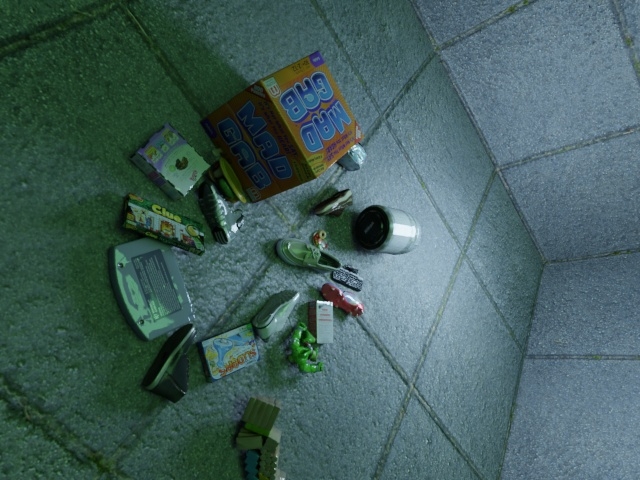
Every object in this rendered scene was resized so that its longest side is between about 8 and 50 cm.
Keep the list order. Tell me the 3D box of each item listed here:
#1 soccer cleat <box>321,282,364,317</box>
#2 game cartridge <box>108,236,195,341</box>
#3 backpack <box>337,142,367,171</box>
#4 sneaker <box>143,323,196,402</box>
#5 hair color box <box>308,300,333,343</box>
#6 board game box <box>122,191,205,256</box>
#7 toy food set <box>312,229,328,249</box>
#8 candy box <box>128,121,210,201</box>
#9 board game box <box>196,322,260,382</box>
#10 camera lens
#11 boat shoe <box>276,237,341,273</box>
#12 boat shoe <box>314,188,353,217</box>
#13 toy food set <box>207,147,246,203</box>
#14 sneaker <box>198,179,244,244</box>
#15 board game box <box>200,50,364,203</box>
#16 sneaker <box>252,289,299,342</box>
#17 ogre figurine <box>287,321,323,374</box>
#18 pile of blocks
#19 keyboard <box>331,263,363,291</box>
[{"bbox_3d":[0.093,0.243,1.909,0.248,0.083,0.095,37,26,-27],"label":"soccer cleat"},{"bbox_3d":[-0.509,0.138,1.334,0.196,0.060,0.293,-22,95,-50],"label":"game cartridge"},{"bbox_3d":[0.130,-0.410,2.076,0.182,0.152,0.115,39,70,-36],"label":"backpack"},{"bbox_3d":[-0.425,0.368,1.348,0.118,0.083,0.222,49,57,-32],"label":"sneaker"},{"bbox_3d":[0.002,0.330,1.798,0.093,0.053,0.167,13,72,-42],"label":"hair color box"},{"bbox_3d":[-0.481,-0.047,1.387,0.260,0.030,0.136,26,30,-39],"label":"board game box"},{"bbox_3d":[0.000,0.000,1.907,0.083,0.020,0.082,-26,98,-46],"label":"toy food set"},{"bbox_3d":[-0.484,-0.254,1.449,0.196,0.070,0.164,48,50,-25],"label":"candy box"},{"bbox_3d":[-0.303,0.371,1.491,0.201,0.035,0.136,-15,90,-46],"label":"board game box"},{"bbox_3d":[0.314,-0.046,2.093,0.275,0.220,0.219,7,74,-44],"label":"camera lens"},{"bbox_3d":[-0.040,0.057,1.797,0.302,0.094,0.109,22,65,-40],"label":"boat shoe"},{"bbox_3d":[0.072,-0.146,1.970,0.257,0.095,0.095,-35,111,-45],"label":"boat shoe"},{"bbox_3d":[-0.345,-0.218,1.586,0.128,0.071,0.217,-96,160,-68],"label":"toy food set"},{"bbox_3d":[-0.337,-0.110,1.562,0.132,0.086,0.228,-32,113,-50],"label":"sneaker"},{"bbox_3d":[-0.133,-0.408,1.640,0.356,0.357,0.356,-47,113,-42],"label":"board game box"},{"bbox_3d":[-0.155,0.270,1.646,0.235,0.090,0.094,-42,122,-39],"label":"sneaker"},{"bbox_3d":[-0.062,0.417,1.682,0.118,0.097,0.196,-18,104,-58],"label":"ogre figurine"},{"bbox_3d":[-0.194,0.682,1.489,0.112,0.149,0.361,-12,100,-89],"label":"pile of blocks"},{"bbox_3d":[0.131,0.155,1.987,0.192,0.038,0.100,27,61,-39],"label":"keyboard"}]
